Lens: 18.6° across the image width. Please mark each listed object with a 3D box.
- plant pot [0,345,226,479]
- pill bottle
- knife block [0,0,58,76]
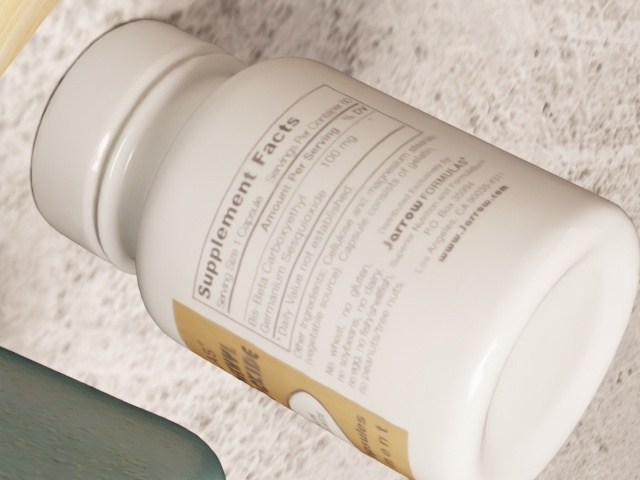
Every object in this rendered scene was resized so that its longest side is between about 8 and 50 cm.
[{"bbox_3d":[-0.162,0.135,0.638,0.252,0.247,0.248,-35,146,-69],"label":"plant pot"},{"bbox_3d":[0.000,0.000,0.787,0.131,0.229,0.131,-41,146,-35],"label":"pill bottle"},{"bbox_3d":[-0.113,-0.088,0.505,0.275,0.088,0.242,-40,165,-32],"label":"knife block"}]
